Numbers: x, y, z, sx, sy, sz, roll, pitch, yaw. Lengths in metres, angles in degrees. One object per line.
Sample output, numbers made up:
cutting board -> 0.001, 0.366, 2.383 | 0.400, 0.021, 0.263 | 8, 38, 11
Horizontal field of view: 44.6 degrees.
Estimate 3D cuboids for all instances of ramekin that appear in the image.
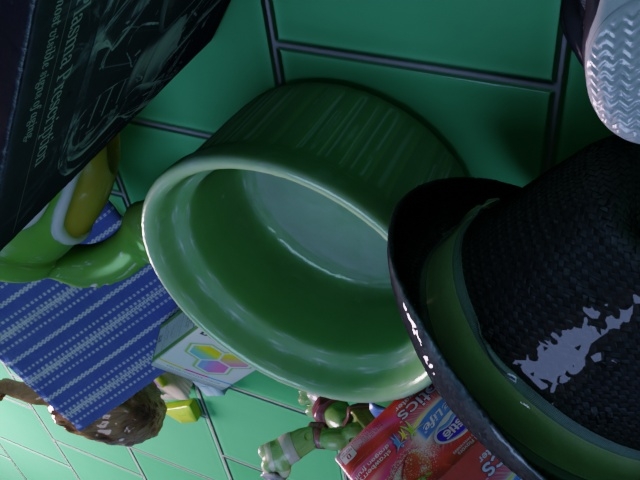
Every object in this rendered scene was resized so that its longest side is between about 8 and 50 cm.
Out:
ramekin -> 0.000, 0.000, 0.737 | 0.303, 0.148, 0.303 | 18, 140, 16

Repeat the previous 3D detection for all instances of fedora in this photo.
fedora -> 0.209, 0.029, 0.517 | 0.334, 0.334, 0.152 | 36, 125, -5

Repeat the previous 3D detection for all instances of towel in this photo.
towel -> -0.327, 0.072, 1.014 | 0.336, 0.243, 0.040 | 55, 178, -27

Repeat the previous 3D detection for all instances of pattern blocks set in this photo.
pattern blocks set -> -0.304, 0.204, 1.266 | 0.285, 0.026, 0.325 | 45, 140, -16

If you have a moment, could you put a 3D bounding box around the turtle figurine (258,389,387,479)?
turtle figurine -> 0.021, 0.279, 0.915 | 0.197, 0.266, 0.275 | 5, 99, -3

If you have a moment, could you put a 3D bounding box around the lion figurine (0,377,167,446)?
lion figurine -> -0.361, 0.132, 1.113 | 0.240, 0.142, 0.392 | 5, 124, 15

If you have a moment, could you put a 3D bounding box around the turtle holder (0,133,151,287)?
turtle holder -> -0.305, -0.076, 0.786 | 0.227, 0.243, 0.320 | -44, 83, 15

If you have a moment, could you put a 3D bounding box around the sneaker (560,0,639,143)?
sneaker -> 0.188, -0.192, 0.440 | 0.101, 0.153, 0.269 | 5, 101, 8

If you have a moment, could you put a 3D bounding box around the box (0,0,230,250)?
box -> -0.163, -0.208, 0.489 | 0.179, 0.312, 0.343 | 36, 143, -6

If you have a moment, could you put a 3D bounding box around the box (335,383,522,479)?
box -> 0.159, 0.178, 0.720 | 0.122, 0.257, 0.128 | 51, 172, -23

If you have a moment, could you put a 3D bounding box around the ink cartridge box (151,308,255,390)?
ink cartridge box -> -0.118, 0.117, 0.979 | 0.109, 0.062, 0.209 | 25, 142, -25
